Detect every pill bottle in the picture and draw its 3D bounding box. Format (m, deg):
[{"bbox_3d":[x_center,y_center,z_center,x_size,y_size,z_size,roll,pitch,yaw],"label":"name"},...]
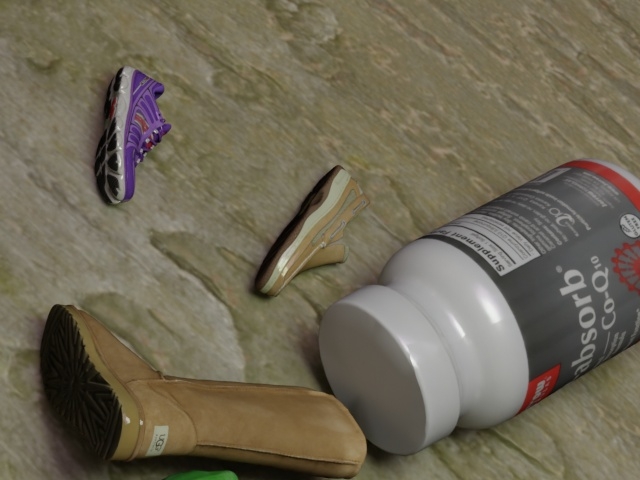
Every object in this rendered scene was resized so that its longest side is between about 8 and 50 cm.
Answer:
[{"bbox_3d":[0.189,0.070,1.854,0.363,0.210,0.210,-27,74,-31],"label":"pill bottle"}]

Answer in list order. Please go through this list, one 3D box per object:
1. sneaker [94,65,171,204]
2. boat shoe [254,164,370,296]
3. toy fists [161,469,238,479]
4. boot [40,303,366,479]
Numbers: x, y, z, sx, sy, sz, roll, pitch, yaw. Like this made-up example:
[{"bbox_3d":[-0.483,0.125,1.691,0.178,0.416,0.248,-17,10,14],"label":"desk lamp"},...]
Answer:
[{"bbox_3d":[-0.195,-0.113,1.899,0.071,0.068,0.170,17,56,-18],"label":"sneaker"},{"bbox_3d":[0.000,0.000,1.912,0.072,0.068,0.190,42,55,-9],"label":"boat shoe"},{"bbox_3d":[-0.103,0.350,1.652,0.142,0.096,0.279,-5,64,-11],"label":"toy fists"},{"bbox_3d":[-0.121,0.155,1.755,0.270,0.089,0.236,8,27,-34],"label":"boot"}]
